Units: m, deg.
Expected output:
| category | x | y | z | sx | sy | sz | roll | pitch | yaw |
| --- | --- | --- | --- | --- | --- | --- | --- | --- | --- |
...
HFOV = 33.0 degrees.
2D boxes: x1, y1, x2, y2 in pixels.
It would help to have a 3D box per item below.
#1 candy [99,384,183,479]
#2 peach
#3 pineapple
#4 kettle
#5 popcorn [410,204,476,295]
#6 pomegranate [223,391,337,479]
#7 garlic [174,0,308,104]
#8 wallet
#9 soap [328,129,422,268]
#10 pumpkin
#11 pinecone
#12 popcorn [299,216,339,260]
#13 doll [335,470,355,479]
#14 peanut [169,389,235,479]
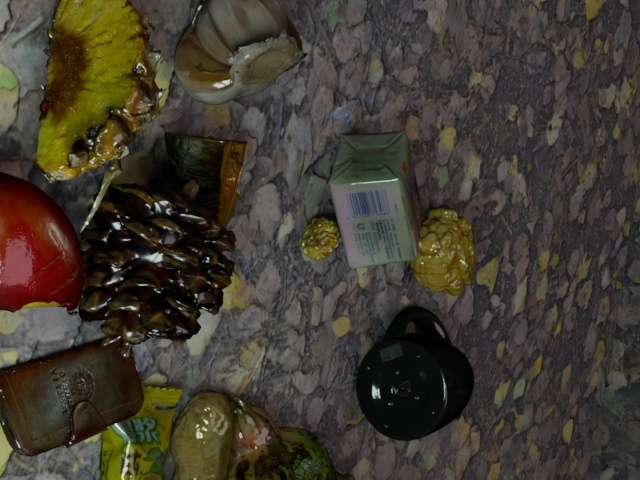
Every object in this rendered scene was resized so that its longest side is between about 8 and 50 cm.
| category | x | y | z | sx | sy | sz | roll | pitch | yaw |
| --- | --- | --- | --- | --- | --- | --- | --- | --- | --- |
| candy | -0.297 | 0.373 | 1.703 | 0.187 | 0.081 | 0.297 | 12 | 83 | -56 |
| peach | -0.398 | 0.031 | 1.370 | 0.190 | 0.196 | 0.226 | -28 | 129 | -7 |
| pineapple | -0.270 | -0.194 | 1.440 | 0.158 | 0.161 | 0.334 | 65 | 24 | -62 |
| kettle | 0.224 | 0.272 | 2.313 | 0.290 | 0.207 | 0.268 | -3 | 76 | -59 |
| popcorn | 0.264 | 0.025 | 2.314 | 0.163 | 0.140 | 0.194 | -21 | 116 | -55 |
| pomegranate | -0.106 | 0.408 | 1.923 | 0.204 | 0.276 | 0.222 | -49 | -179 | 27 |
| garlic | -0.133 | -0.319 | 1.610 | 0.207 | 0.207 | 0.257 | -58 | 133 | -24 |
| wallet | -0.360 | 0.225 | 1.576 | 0.255 | 0.031 | 0.137 | -16 | 85 | -53 |
| soap | 0.107 | -0.080 | 2.017 | 0.182 | 0.138 | 0.199 | -78 | 158 | -54 |
| pumpkin | -0.187 | -0.082 | 1.650 | 0.278 | 0.111 | 0.163 | -65 | 165 | -86 |
| pinecone | -0.231 | 0.036 | 1.536 | 0.243 | 0.243 | 0.257 | 16 | 68 | -55 |
| popcorn | 0.000 | 0.000 | 1.994 | 0.057 | 0.082 | 0.083 | 25 | 36 | -35 |
| doll | -0.022 | 0.563 | 2.082 | 0.177 | 0.161 | 0.261 | 33 | 77 | -52 |
| peanut | -0.206 | 0.358 | 1.822 | 0.108 | 0.095 | 0.226 | 4 | 106 | -22 |
